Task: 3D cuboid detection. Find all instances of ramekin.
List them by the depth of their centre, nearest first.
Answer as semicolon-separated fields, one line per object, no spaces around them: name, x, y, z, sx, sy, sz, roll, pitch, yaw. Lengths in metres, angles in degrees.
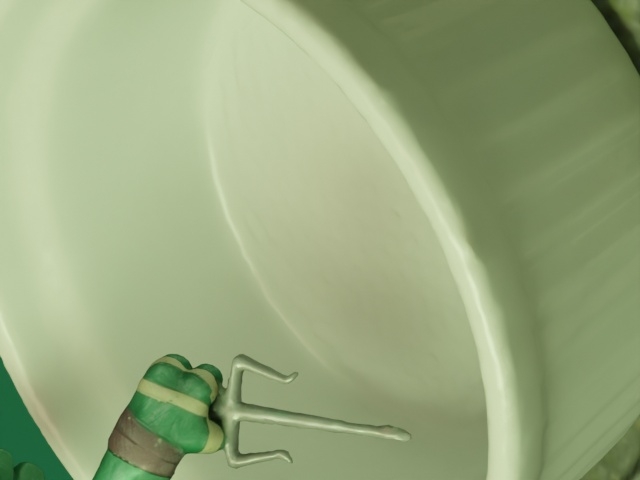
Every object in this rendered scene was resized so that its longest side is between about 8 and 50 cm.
ramekin;0.000;0.000;0.671;0.277;0.135;0.277;26;130;35

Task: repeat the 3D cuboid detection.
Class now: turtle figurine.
turtle figurine;-0.044;0.128;0.606;0.234;0.118;0.175;-4;110;54

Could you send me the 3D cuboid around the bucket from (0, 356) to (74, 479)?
bucket;-0.210;0.137;0.878;0.281;0.281;0.183;48;131;15
